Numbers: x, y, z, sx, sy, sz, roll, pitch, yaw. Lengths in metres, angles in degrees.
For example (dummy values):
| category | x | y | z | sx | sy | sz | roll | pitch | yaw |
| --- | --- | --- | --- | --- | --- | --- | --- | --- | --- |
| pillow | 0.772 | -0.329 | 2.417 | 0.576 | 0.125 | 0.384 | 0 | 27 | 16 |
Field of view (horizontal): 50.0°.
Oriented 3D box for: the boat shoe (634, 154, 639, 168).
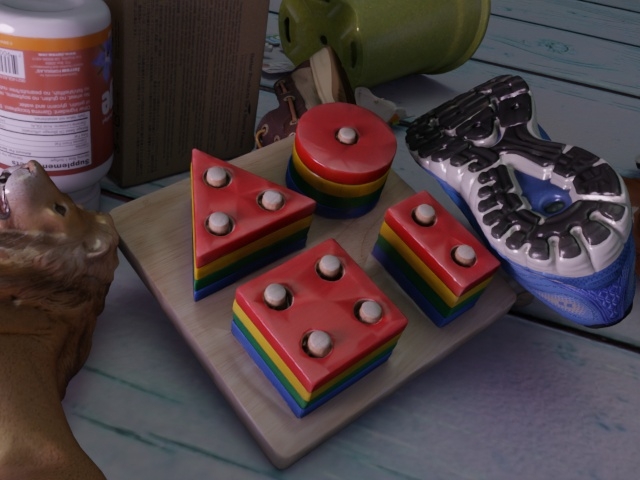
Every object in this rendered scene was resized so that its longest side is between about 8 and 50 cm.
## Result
| category | x | y | z | sx | sy | sz | roll | pitch | yaw |
| --- | --- | --- | --- | --- | --- | --- | --- | --- | --- |
| boat shoe | 0.506 | -0.112 | 1.006 | 0.125 | 0.038 | 0.046 | -14 | 21 | -34 |

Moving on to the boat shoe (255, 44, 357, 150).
| category | x | y | z | sx | sy | sz | roll | pitch | yaw |
| --- | --- | --- | --- | --- | --- | --- | --- | --- | --- |
| boat shoe | -0.015 | -0.112 | 0.824 | 0.123 | 0.123 | 0.341 | -18 | 43 | 12 |

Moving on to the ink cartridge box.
| category | x | y | z | sx | sy | sz | roll | pitch | yaw |
| --- | --- | --- | --- | --- | --- | --- | --- | --- | --- |
| ink cartridge box | -0.162 | -0.199 | 0.780 | 0.193 | 0.234 | 0.088 | -23 | 46 | -41 |

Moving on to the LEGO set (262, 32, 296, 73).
| category | x | y | z | sx | sy | sz | roll | pitch | yaw |
| --- | --- | --- | --- | --- | --- | --- | --- | --- | --- |
| LEGO set | -0.090 | -0.340 | 1.175 | 0.244 | 0.060 | 0.182 | -18 | 41 | -38 |

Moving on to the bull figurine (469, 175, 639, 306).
| category | x | y | z | sx | sy | sz | roll | pitch | yaw |
| --- | --- | --- | --- | --- | --- | --- | --- | --- | --- |
| bull figurine | 0.309 | -0.017 | 0.750 | 0.311 | 0.101 | 0.188 | 0 | 40 | -6 |

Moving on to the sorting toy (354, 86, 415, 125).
| category | x | y | z | sx | sy | sz | roll | pitch | yaw |
| --- | --- | --- | --- | --- | --- | --- | --- | --- | --- |
| sorting toy | 0.101 | -0.193 | 1.021 | 0.075 | 0.044 | 0.083 | -12 | 38 | -41 |

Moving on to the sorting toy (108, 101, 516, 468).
| category | x | y | z | sx | sy | sz | roll | pitch | yaw |
| --- | --- | --- | --- | --- | --- | --- | --- | --- | --- |
| sorting toy | 0.000 | 0.000 | 0.564 | 0.257 | 0.089 | 0.255 | -28 | 63 | -29 |

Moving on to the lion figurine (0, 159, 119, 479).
| category | x | y | z | sx | sy | sz | roll | pitch | yaw |
| --- | --- | --- | --- | --- | --- | --- | --- | --- | --- |
| lion figurine | -0.206 | 0.116 | 0.417 | 0.240 | 0.142 | 0.392 | -5 | 49 | -34 |

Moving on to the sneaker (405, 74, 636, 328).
| category | x | y | z | sx | sy | sz | roll | pitch | yaw |
| --- | --- | --- | --- | --- | --- | --- | --- | --- | --- |
| sneaker | 0.176 | -0.038 | 0.627 | 0.130 | 0.147 | 0.330 | -27 | 34 | 9 |

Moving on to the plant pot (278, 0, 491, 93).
| category | x | y | z | sx | sy | sz | roll | pitch | yaw |
| --- | --- | --- | --- | --- | --- | --- | --- | --- | --- |
| plant pot | 0.081 | -0.355 | 1.089 | 0.276 | 0.276 | 0.254 | 33 | 51 | 31 |

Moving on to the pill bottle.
| category | x | y | z | sx | sy | sz | roll | pitch | yaw |
| --- | --- | --- | --- | --- | --- | --- | --- | --- | --- |
| pill bottle | -0.261 | -0.123 | 0.658 | 0.121 | 0.216 | 0.121 | 7 | 34 | -5 |
